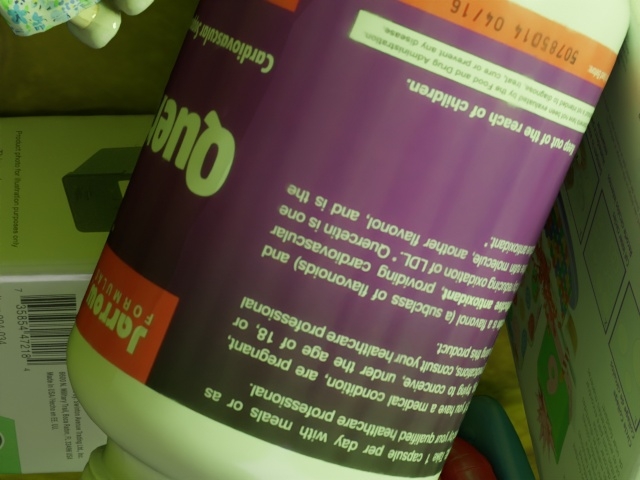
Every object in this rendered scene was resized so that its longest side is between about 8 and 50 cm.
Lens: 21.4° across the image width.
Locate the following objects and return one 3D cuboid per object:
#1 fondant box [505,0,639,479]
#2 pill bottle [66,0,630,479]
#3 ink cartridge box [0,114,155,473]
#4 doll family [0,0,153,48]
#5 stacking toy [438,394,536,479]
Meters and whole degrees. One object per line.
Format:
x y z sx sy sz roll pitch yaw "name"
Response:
0.176 0.013 0.870 0.096 0.238 0.330 -3 141 -8 "fondant box"
0.000 0.000 0.761 0.181 0.181 0.323 19 97 -28 "pill bottle"
-0.099 0.034 0.953 0.272 0.115 0.198 -1 141 -7 "ink cartridge box"
-0.100 -0.172 0.657 0.263 0.118 0.163 -41 137 16 "doll family"
-0.012 0.187 1.077 0.301 0.175 0.166 13 139 -37 "stacking toy"
